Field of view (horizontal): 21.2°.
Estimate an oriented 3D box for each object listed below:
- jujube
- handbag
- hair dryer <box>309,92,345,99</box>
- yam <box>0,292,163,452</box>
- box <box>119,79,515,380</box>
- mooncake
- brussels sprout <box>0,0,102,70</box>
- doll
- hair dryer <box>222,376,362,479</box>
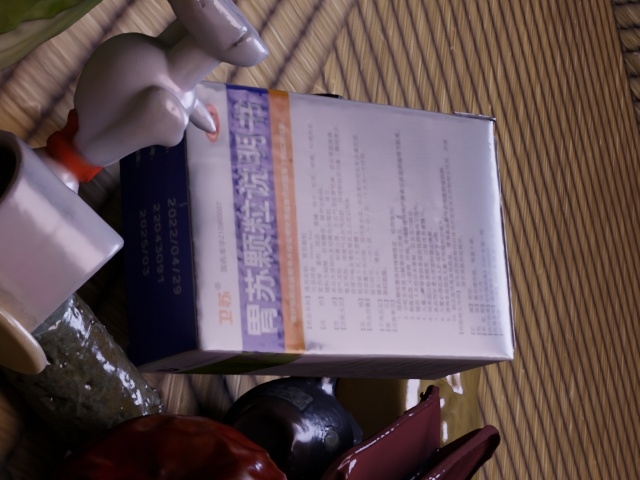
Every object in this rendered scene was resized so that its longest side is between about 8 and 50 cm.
[{"bbox_3d":[-0.095,0.240,1.146,0.213,0.213,0.232,-58,156,-56],"label":"jujube"},{"bbox_3d":[0.028,0.271,1.450,0.275,0.084,0.260,-61,166,22],"label":"handbag"},{"bbox_3d":[0.020,-0.071,1.718,0.219,0.075,0.195,-59,149,-66],"label":"hair dryer"},{"bbox_3d":[-0.171,0.090,1.183,0.179,0.078,0.078,62,32,-44],"label":"yam"},{"bbox_3d":[0.000,0.000,1.311,0.299,0.106,0.200,4,76,-35],"label":"box"},{"bbox_3d":[0.102,0.196,1.786,0.235,0.117,0.235,-8,90,-69],"label":"mooncake"},{"bbox_3d":[-0.190,-0.229,1.026,0.271,0.219,0.210,-66,168,-3],"label":"brussels sprout"},{"bbox_3d":[-0.156,-0.046,1.024,0.144,0.271,0.208,43,25,-28],"label":"doll"},{"bbox_3d":[0.031,0.068,1.510,0.359,0.120,0.304,-68,163,3],"label":"hair dryer"}]
